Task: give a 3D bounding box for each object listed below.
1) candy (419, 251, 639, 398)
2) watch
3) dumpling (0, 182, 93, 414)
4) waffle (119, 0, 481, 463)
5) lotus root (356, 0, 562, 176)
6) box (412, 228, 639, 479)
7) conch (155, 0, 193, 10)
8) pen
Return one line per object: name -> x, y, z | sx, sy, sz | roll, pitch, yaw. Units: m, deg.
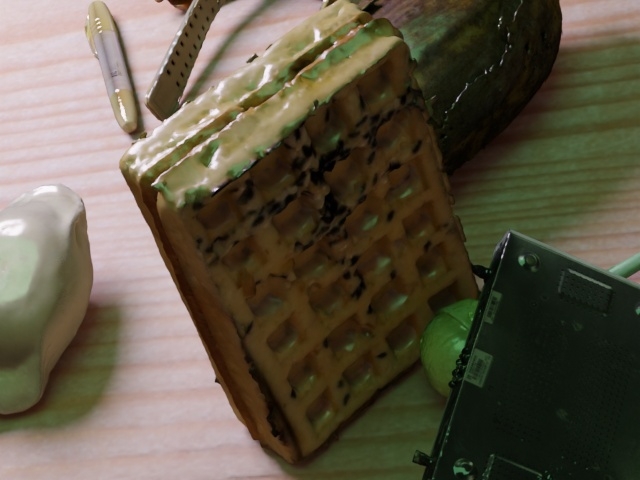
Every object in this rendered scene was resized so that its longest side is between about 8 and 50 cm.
candy -> 0.240, 0.049, 1.427 | 0.335, 0.092, 0.093 | -28, 31, -18
watch -> -0.075, -0.239, 1.764 | 0.165, 0.102, 0.268 | 13, 64, 25
dumpling -> -0.314, 0.050, 1.562 | 0.162, 0.132, 0.250 | 8, 69, 13
waffle -> 0.000, 0.000, 1.334 | 0.261, 0.376, 0.114 | -36, 49, -15
lotus root -> 0.104, -0.166, 1.583 | 0.196, 0.179, 0.397 | 40, 74, 21
box -> 0.202, 0.134, 1.312 | 0.211, 0.045, 0.270 | 24, 59, -2
conch -> -0.127, -0.351, 1.860 | 0.094, 0.104, 0.176 | 12, 63, 47
pen -> -0.250, -0.207, 1.823 | 0.040, 0.032, 0.233 | -36, 45, 18
